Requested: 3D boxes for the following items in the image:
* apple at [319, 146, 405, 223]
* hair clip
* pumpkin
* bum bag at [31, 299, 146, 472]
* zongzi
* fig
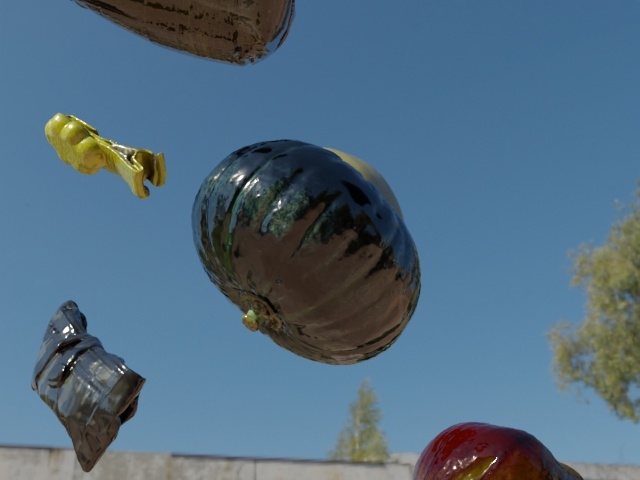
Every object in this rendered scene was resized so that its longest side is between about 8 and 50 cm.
[{"bbox_3d":[0.000,0.000,1.080,0.262,0.262,0.262,-2,-29,-1],"label":"apple"},{"bbox_3d":[-0.261,-0.101,0.911,0.173,0.046,0.072,26,-42,22],"label":"hair clip"},{"bbox_3d":[-0.014,0.015,0.609,0.202,0.140,0.202,35,-18,13],"label":"pumpkin"},{"bbox_3d":[-0.340,0.192,1.075,0.095,0.144,0.340,31,-4,-37],"label":"bum bag"},{"bbox_3d":[-0.238,-0.463,1.446,0.403,0.432,0.207,14,-73,-1],"label":"zongzi"},{"bbox_3d":[0.160,0.316,0.790,0.191,0.290,0.190,19,-48,22],"label":"fig"}]
